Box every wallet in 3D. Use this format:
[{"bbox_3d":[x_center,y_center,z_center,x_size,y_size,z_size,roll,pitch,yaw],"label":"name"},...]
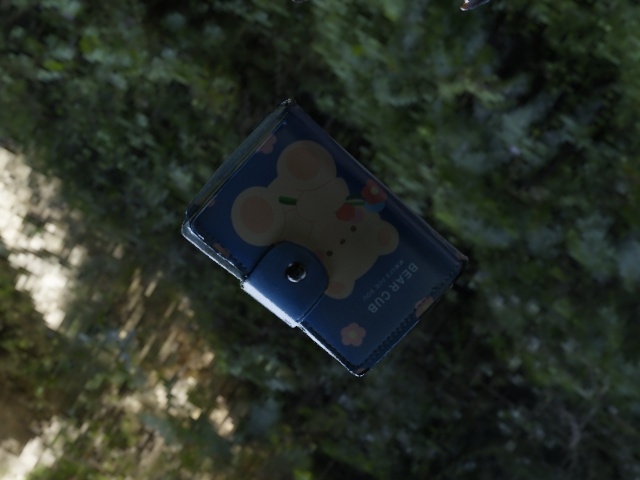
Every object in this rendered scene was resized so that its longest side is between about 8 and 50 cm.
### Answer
[{"bbox_3d":[0.000,0.000,1.129,0.202,0.141,0.059,41,-176,-15],"label":"wallet"}]

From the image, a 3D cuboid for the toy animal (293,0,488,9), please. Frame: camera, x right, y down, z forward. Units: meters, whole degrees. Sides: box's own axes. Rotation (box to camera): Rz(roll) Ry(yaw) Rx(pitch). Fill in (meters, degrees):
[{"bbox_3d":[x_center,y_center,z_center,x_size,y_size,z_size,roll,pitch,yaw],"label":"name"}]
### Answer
[{"bbox_3d":[0.057,-0.224,0.937,0.160,0.272,0.197,36,-145,17],"label":"toy animal"}]
